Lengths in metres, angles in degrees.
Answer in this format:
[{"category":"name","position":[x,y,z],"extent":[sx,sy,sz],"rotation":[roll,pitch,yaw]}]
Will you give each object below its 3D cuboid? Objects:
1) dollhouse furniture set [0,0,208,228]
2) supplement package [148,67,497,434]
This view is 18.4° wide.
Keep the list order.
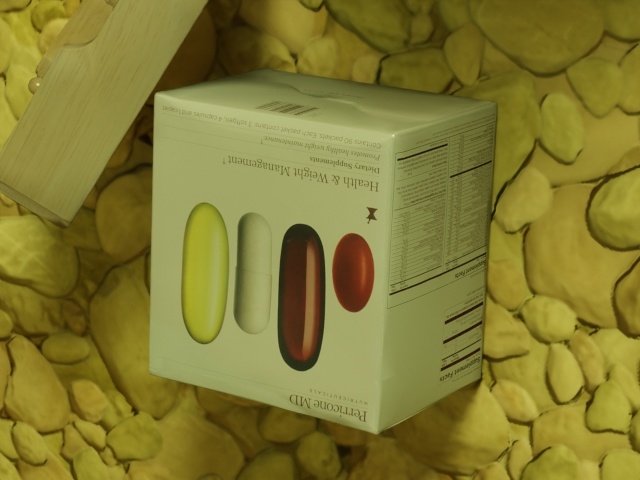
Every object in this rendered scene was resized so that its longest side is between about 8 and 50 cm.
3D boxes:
[{"category":"dollhouse furniture set","position":[-0.269,-0.232,1.370],"extent":[0.394,0.362,0.256],"rotation":[32,121,-7]},{"category":"supplement package","position":[0.000,0.000,1.365],"extent":[0.194,0.149,0.203],"rotation":[11,107,31]}]
